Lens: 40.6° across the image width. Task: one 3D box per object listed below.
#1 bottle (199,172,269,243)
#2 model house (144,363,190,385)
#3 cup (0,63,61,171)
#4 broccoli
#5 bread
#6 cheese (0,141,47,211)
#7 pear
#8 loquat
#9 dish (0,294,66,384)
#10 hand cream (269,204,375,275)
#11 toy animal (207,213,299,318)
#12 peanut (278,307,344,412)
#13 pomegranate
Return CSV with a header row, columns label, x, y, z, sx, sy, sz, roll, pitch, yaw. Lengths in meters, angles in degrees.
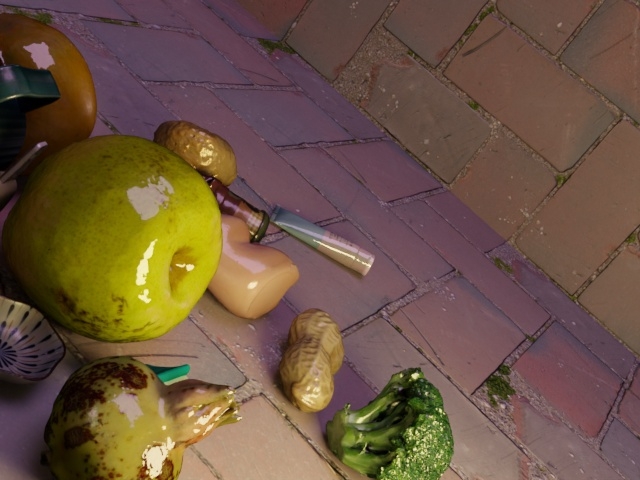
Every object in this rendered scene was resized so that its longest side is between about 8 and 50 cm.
label,x,y,z,sx,sy,sz,roll,pitch,yaw
bottle,-0.259,-0.078,2.055,0.271,0.156,0.143,34,31,-18
model house,-0.270,0.270,1.437,0.149,0.127,0.100,48,25,15
cup,-0.638,-0.225,1.465,0.242,0.308,0.292,41,6,-3
broccoli,0.145,0.382,1.710,0.245,0.265,0.294,1,7,-15
bread,-0.315,-0.200,2.163,0.244,0.134,0.244,22,-14,6
cheese,-0.572,-0.096,1.538,0.054,0.251,0.127,52,22,-4
pear,-0.375,-0.010,1.547,0.391,0.391,0.391,30,24,-15
loquat,-0.617,-0.288,1.773,0.328,0.328,0.359,37,-5,0
dish,-0.505,0.169,1.371,0.191,0.066,0.190,32,23,-16
hand cream,0.000,0.000,2.415,0.312,0.070,0.111,28,26,-2
toy animal,-0.190,0.042,1.893,0.256,0.195,0.213,38,15,9
peanut,-0.016,0.255,1.832,0.136,0.120,0.298,29,27,-7
pomegranate,-0.265,0.275,1.259,0.204,0.277,0.222,-29,103,-62
